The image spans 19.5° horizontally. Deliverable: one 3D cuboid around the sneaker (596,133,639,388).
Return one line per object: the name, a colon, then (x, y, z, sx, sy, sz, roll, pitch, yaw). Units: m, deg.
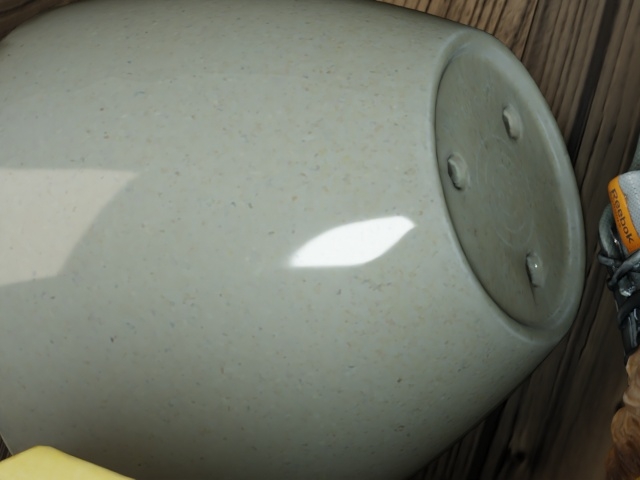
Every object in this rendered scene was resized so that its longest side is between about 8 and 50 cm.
sneaker: (0.162, 0.035, 0.815, 0.100, 0.108, 0.271, -20, 55, 58)

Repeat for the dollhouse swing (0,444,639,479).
dollhouse swing: (-0.011, 0.190, 0.414, 0.315, 0.305, 0.347, 120, 175, -67)

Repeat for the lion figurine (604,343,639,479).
lion figurine: (0.130, 0.181, 0.665, 0.392, 0.142, 0.240, -53, 42, 0)

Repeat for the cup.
cup: (0.000, 0.000, 0.998, 0.237, 0.331, 0.331, -15, 54, 31)
